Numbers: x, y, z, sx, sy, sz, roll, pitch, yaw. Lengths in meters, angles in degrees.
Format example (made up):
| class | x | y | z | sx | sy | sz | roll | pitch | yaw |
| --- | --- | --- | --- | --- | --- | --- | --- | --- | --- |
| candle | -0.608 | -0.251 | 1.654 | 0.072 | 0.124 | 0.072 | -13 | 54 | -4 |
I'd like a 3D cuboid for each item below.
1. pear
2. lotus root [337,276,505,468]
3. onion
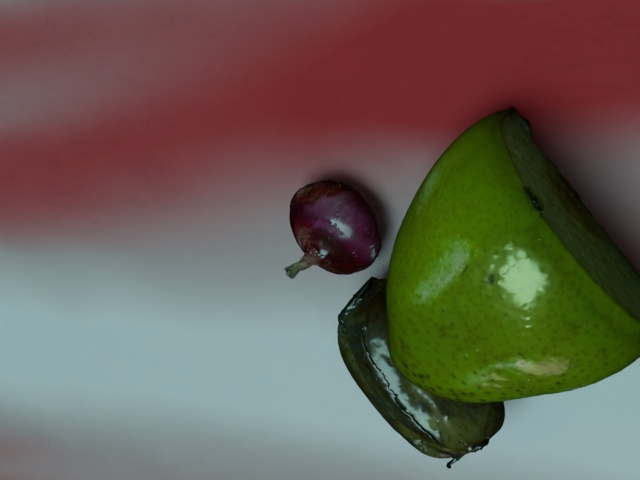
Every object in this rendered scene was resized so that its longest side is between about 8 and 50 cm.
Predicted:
| class | x | y | z | sx | sy | sz | roll | pitch | yaw |
| --- | --- | --- | --- | --- | --- | --- | --- | --- | --- |
| pear | 0.204 | 0.063 | 1.487 | 0.318 | 0.238 | 0.342 | -38 | 92 | 28 |
| lotus root | 0.133 | 0.174 | 1.674 | 0.275 | 0.160 | 0.152 | 52 | 169 | 1 |
| onion | 0.000 | 0.000 | 1.672 | 0.150 | 0.140 | 0.150 | 34 | 145 | 29 |
